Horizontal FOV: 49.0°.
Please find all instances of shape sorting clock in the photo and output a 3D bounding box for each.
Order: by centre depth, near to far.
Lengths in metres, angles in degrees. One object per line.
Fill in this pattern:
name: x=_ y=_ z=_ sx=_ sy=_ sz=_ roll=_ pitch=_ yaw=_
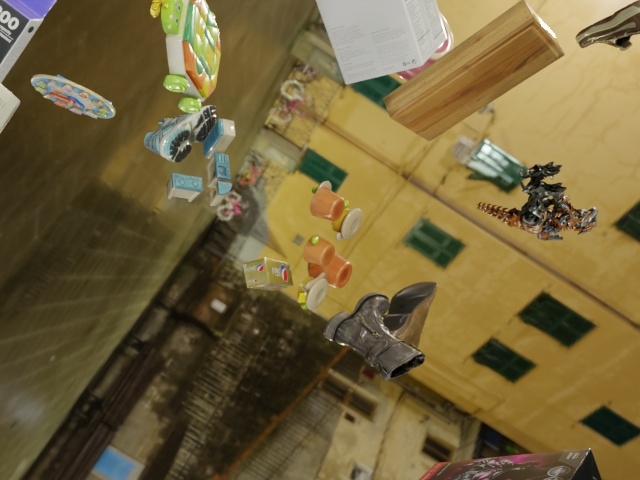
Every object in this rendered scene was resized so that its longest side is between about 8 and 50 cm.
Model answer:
shape sorting clock: x=-0.605 y=-0.348 z=1.718 sx=0.206 sy=0.206 sz=0.040 roll=146 pitch=-36 yaw=-79

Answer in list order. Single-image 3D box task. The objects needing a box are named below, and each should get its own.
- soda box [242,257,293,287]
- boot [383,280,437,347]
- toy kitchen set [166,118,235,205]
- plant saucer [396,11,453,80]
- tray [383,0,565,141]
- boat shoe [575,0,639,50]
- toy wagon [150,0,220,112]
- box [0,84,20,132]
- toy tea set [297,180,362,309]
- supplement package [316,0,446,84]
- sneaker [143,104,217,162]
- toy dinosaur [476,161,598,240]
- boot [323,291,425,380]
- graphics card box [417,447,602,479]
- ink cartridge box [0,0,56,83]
soda box: x=-0.123 y=0.083 z=1.686 sx=0.058 sy=0.061 sz=0.181 roll=-14 pitch=171 yaw=15
boot: x=0.258 y=0.221 z=2.002 sx=0.112 sy=0.115 sz=0.305 roll=-5 pitch=-154 yaw=35
toy kitchen set: x=-0.316 y=-0.215 z=1.844 sx=0.122 sy=0.166 sz=0.207 roll=-43 pitch=-131 yaw=46
plant saucer: x=0.269 y=-0.609 z=2.043 sx=0.084 sy=0.332 sz=0.332 roll=-35 pitch=-160 yaw=47
tray: x=0.384 y=-0.411 z=1.770 sx=0.411 sy=0.203 sz=0.076 roll=-32 pitch=-119 yaw=29
boat shoe: x=0.741 y=-0.519 z=1.766 sx=0.095 sy=0.095 sz=0.257 roll=-24 pitch=-177 yaw=-12
toy wagon: x=-0.318 y=-0.478 z=1.682 sx=0.344 sy=0.068 sz=0.267 roll=67 pitch=28 yaw=-75
box: x=-0.855 y=-0.297 z=1.656 sx=0.232 sy=0.148 sz=0.127 roll=-19 pitch=-138 yaw=31
toy tea set: x=0.000 y=0.000 z=1.768 sx=0.200 sy=0.124 sz=0.336 roll=-24 pitch=132 yaw=-50
supplement package: x=0.133 y=-0.527 z=1.581 sx=0.199 sy=0.262 sz=0.198 roll=-6 pitch=-151 yaw=33
sneaker: x=-0.397 y=-0.327 z=2.010 sx=0.283 sy=0.122 sz=0.110 roll=-49 pitch=152 yaw=-52
toy dinosaur: x=0.627 y=-0.087 z=2.008 sx=0.164 sy=0.322 sz=0.218 roll=-111 pitch=-165 yaw=-53
boot: x=0.159 y=0.240 z=1.714 sx=0.263 sy=0.229 sz=0.091 roll=-25 pitch=134 yaw=-46
graphics card box: x=0.341 y=0.513 z=1.386 sx=0.371 sy=0.094 sz=0.233 roll=-19 pitch=179 yaw=38
ink cartridge box: x=-0.614 y=-0.414 z=1.250 sx=0.208 sy=0.206 sz=0.045 roll=-52 pitch=-176 yaw=6
